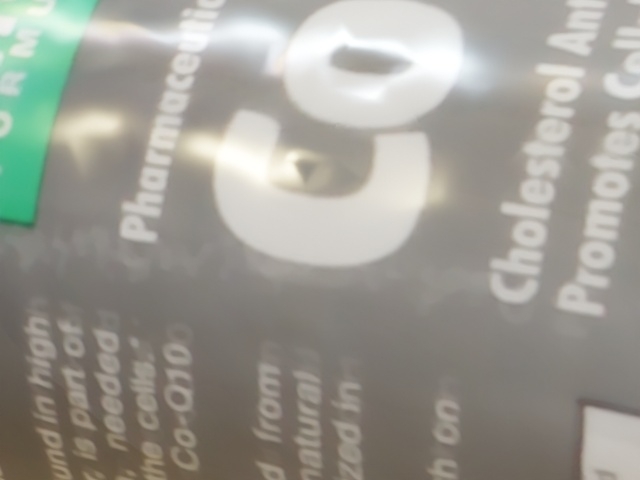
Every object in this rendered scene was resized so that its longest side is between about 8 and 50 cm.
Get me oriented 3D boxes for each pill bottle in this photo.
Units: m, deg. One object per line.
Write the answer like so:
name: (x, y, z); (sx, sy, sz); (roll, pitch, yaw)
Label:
pill bottle: (0.000, 0.000, 0.435); (0.361, 0.204, 0.204); (8, 121, 25)
